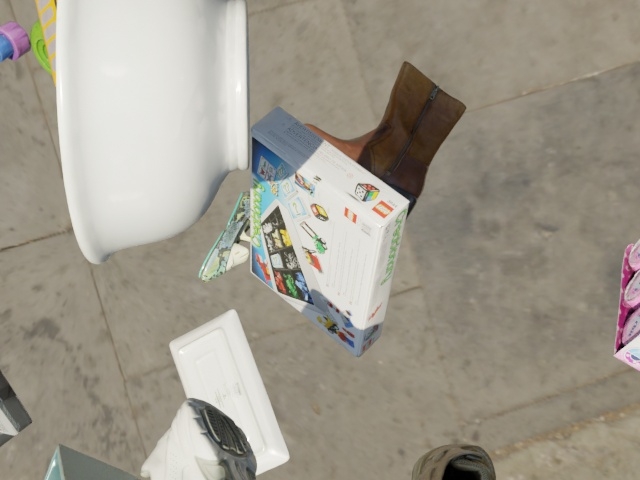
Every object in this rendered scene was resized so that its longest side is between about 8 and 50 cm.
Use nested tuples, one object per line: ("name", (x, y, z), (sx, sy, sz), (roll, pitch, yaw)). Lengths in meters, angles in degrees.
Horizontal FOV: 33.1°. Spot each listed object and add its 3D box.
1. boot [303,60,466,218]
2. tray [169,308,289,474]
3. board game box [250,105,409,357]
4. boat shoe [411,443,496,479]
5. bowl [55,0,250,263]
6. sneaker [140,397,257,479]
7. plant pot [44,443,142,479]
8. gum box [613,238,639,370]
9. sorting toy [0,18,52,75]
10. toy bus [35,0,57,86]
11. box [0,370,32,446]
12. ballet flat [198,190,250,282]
("boot", (0.108, -0.209, 1.914), (0.264, 0.096, 0.280), (31, 69, -9))
("tray", (-0.159, 0.262, 1.781), (0.145, 0.030, 0.270), (-28, 72, 19))
("board game box", (0.000, 0.000, 1.287), (0.193, 0.305, 0.053), (38, 63, 19))
("boat shoe", (0.182, 0.334, 1.414), (0.110, 0.341, 0.122), (-33, 83, 23))
("bowl", (-0.126, -0.129, 0.895), (0.134, 0.298, 0.298), (-1, 90, -3))
("sneaker", (-0.093, 0.248, 0.912), (0.090, 0.232, 0.115), (33, 106, -35))
("plant pot", (-0.325, 0.493, 1.667), (0.252, 0.247, 0.248), (21, 88, -16))
("gum box", (0.398, 0.073, 1.210), (0.107, 0.062, 0.188), (29, 44, -6))
("sorting toy", (-0.477, -0.301, 1.876), (0.126, 0.365, 0.127), (-45, 138, -34))
("toy bus", (-0.347, -0.358, 1.602), (0.130, 0.333, 0.108), (-38, 141, 22))
("box", (-0.599, 0.249, 1.546), (0.307, 0.076, 0.242), (-38, 100, -51))
("ballet flat", (-0.137, -0.002, 1.791), (0.070, 0.070, 0.188), (31, 60, -10))
